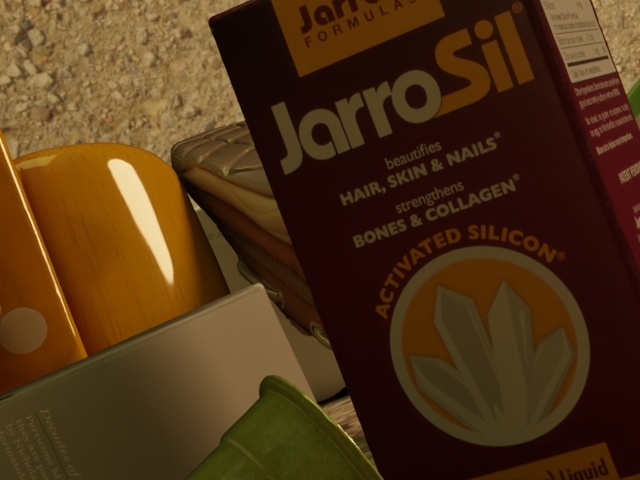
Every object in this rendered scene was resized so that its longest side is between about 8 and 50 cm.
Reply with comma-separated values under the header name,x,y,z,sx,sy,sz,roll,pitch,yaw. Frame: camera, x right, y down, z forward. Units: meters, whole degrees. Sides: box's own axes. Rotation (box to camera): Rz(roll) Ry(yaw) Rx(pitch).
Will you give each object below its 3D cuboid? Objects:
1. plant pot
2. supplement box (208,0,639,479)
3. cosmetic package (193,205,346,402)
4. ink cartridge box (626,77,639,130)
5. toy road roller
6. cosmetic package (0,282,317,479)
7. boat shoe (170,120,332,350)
name,x,y,z,sx,sy,sz,roll,pitch,yaw
plant pot,-0.021,0.090,0.370,0.079,0.083,0.083,-34,4,-16
supplement box,0.053,-0.005,0.476,0.104,0.188,0.081,-20,1,24
cosmetic package,0.001,0.025,1.145,0.197,0.155,0.365,-18,0,7
ink cartridge box,0.279,-0.141,0.705,0.273,0.115,0.198,-42,-12,-45
toy road roller,-0.163,0.023,0.736,0.241,0.202,0.329,-20,-22,-14
cosmetic package,-0.099,0.100,0.487,0.127,0.107,0.238,-24,2,25
boat shoe,0.000,0.000,0.824,0.123,0.116,0.324,-15,19,-16
